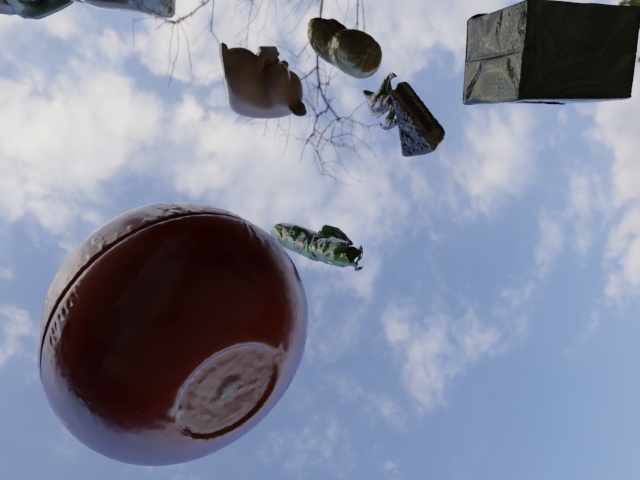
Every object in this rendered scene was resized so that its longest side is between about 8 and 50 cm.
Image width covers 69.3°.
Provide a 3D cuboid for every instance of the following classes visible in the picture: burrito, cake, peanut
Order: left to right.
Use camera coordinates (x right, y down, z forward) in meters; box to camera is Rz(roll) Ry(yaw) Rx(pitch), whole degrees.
[{"bbox_3d":[0.000,0.000,0.995,0.104,0.287,0.054,-29,-62,-28],"label":"burrito"},{"bbox_3d":[0.064,-0.563,1.339,0.253,0.137,0.122,39,-88,25],"label":"peanut"},{"bbox_3d":[0.331,-0.408,1.548,0.112,0.134,0.246,-50,-45,-37],"label":"cake"}]

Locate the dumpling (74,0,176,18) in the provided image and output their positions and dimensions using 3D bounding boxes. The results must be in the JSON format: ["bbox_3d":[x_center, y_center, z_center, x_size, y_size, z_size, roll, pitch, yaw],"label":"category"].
[{"bbox_3d":[-0.320,-0.459,0.639,0.317,0.187,0.243,17,-73,-39],"label":"dumpling"}]

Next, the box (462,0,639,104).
[{"bbox_3d":[0.386,-0.312,0.787,0.231,0.149,0.156,-5,-76,-17],"label":"box"}]

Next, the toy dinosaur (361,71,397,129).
[{"bbox_3d":[0.237,-0.519,1.691,0.077,0.162,0.294,25,-151,-26],"label":"toy dinosaur"}]

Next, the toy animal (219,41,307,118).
[{"bbox_3d":[-0.178,-0.483,1.414,0.255,0.195,0.213,-1,-72,-12],"label":"toy animal"}]

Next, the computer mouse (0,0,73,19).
[{"bbox_3d":[-0.571,-0.617,0.974,0.388,0.115,0.200,-36,-98,-6],"label":"computer mouse"}]

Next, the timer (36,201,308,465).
[{"bbox_3d":[-0.197,0.136,0.680,0.377,0.279,0.379,-20,-55,-33],"label":"timer"}]
